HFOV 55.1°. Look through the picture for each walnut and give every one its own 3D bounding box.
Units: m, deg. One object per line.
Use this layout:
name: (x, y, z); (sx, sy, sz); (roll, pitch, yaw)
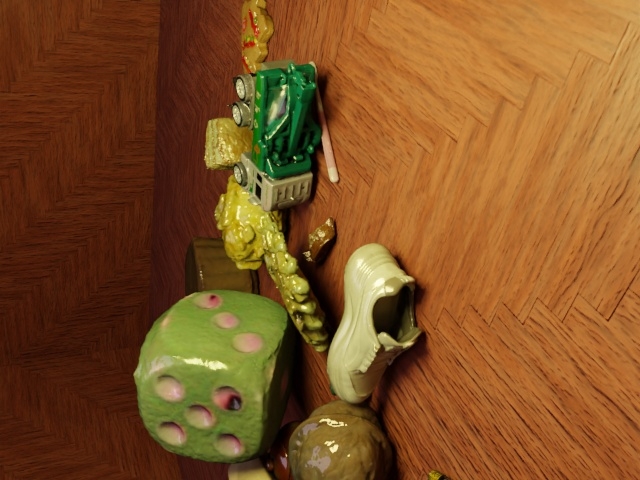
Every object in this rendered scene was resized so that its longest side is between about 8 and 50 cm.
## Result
walnut: (0.039, 0.417, 1.194); (0.224, 0.225, 0.224); (175, 90, -65)

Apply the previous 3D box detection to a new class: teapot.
teapot: (-0.064, 0.543, 1.511); (0.252, 0.135, 0.178); (-28, 73, 65)

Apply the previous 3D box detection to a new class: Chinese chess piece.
Chinese chess piece: (-0.132, 0.665, 1.586); (0.273, 0.102, 0.273); (56, 174, 8)

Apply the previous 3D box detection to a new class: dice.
dice: (-0.246, 0.325, 1.516); (0.322, 0.331, 0.318); (-63, -20, -61)

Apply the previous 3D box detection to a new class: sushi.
sushi: (0.000, 0.000, 1.365); (0.055, 0.052, 0.120); (56, 148, 21)

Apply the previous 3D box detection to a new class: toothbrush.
toothbrush: (0.004, -0.259, 1.340); (0.025, 0.020, 0.286); (136, 125, -65)

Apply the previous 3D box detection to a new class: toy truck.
toy truck: (-0.090, -0.231, 1.345); (0.178, 0.177, 0.363); (55, 148, 35)

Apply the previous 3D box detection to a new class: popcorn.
popcorn: (-0.172, -0.058, 1.602); (0.265, 0.193, 0.233); (-86, -5, -47)

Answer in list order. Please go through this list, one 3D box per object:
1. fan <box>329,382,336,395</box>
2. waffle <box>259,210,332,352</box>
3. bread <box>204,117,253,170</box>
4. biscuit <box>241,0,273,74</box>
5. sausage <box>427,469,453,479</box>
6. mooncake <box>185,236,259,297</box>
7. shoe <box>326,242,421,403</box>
fan: (0.059, 0.305, 1.307); (0.155, 0.039, 0.082); (141, 120, -63)
waffle: (-0.067, 0.099, 1.390); (0.297, 0.073, 0.317); (57, 170, 38)
bread: (-0.188, -0.243, 1.553); (0.102, 0.197, 0.138); (-32, 61, 59)
biscuit: (-0.185, -0.544, 1.673); (0.212, 0.041, 0.238); (52, 139, 48)
sausage: (0.229, 0.407, 0.971); (0.198, 0.028, 0.025); (7, 124, 65)
mooncake: (-0.314, 0.142, 1.917); (0.324, 0.187, 0.323); (177, 90, -67)
shoe: (0.109, 0.172, 1.087); (0.159, 0.124, 0.315); (29, 121, 53)
